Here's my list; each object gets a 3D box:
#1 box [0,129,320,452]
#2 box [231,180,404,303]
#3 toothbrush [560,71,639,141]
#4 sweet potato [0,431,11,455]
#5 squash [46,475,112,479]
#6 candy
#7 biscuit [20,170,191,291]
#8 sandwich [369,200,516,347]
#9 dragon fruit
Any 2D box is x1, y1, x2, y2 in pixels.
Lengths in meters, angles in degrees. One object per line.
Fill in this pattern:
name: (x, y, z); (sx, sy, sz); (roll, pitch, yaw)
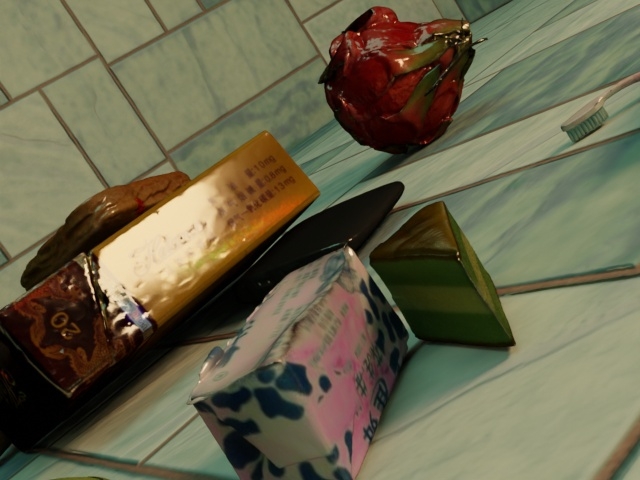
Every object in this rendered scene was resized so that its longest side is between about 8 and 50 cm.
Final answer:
box: (-0.210, 0.059, 1.025); (0.415, 0.116, 0.264); (-40, 0, -36)
box: (0.000, 0.000, 1.008); (0.212, 0.042, 0.201); (-24, 13, 40)
toothbrush: (0.345, -0.175, 0.815); (0.269, 0.027, 0.021); (-33, 23, 1)
sweet potato: (-0.339, 0.155, 1.136); (0.385, 0.109, 0.109); (-41, 13, -37)
squash: (-0.130, 0.174, 0.477); (0.083, 0.083, 0.250); (-37, 9, -24)
candy: (-0.005, 0.076, 0.519); (0.073, 0.092, 0.160); (-26, 13, 27)
biscuit: (-0.284, 0.013, 1.122); (0.262, 0.052, 0.277); (-40, -4, 20)
sandwich: (0.096, 0.016, 0.538); (0.074, 0.074, 0.116); (-37, 11, -20)
dragon fruit: (0.125, -0.261, 1.316); (0.234, 0.234, 0.293); (-42, -2, -43)
